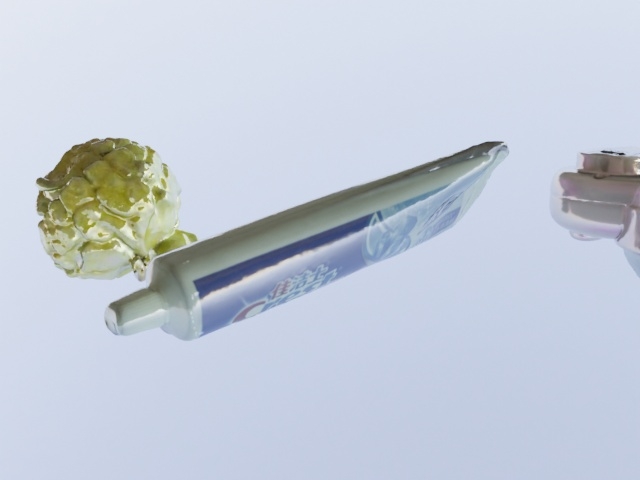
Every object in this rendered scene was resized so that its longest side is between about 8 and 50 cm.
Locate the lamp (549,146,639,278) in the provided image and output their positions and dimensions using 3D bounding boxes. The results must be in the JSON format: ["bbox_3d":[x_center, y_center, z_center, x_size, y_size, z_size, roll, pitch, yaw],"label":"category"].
[{"bbox_3d":[0.286,-0.004,0.748,0.246,0.108,0.179,15,-168,33],"label":"lamp"}]

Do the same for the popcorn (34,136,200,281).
[{"bbox_3d":[-0.195,-0.028,0.946,0.141,0.135,0.162,-31,-105,-30],"label":"popcorn"}]

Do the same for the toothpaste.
[{"bbox_3d":[0.000,0.001,0.580,0.268,0.069,0.047,-22,-148,-32],"label":"toothpaste"}]
